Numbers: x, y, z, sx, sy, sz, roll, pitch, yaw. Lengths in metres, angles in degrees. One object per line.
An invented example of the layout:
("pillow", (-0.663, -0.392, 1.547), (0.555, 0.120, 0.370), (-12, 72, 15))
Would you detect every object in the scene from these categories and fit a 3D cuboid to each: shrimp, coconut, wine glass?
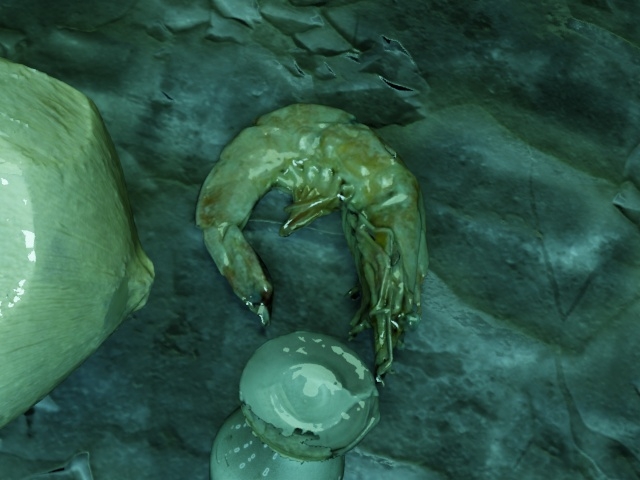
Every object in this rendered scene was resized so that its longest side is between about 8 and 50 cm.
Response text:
("shrimp", (0.000, 0.000, 1.330), (0.246, 0.085, 0.360), (-13, 59, -10))
("coconut", (-0.325, 0.005, 1.091), (0.360, 0.346, 0.346), (21, 56, 3))
("wine glass", (-0.032, 0.181, 1.106), (0.126, 0.241, 0.126), (7, 57, -10))
